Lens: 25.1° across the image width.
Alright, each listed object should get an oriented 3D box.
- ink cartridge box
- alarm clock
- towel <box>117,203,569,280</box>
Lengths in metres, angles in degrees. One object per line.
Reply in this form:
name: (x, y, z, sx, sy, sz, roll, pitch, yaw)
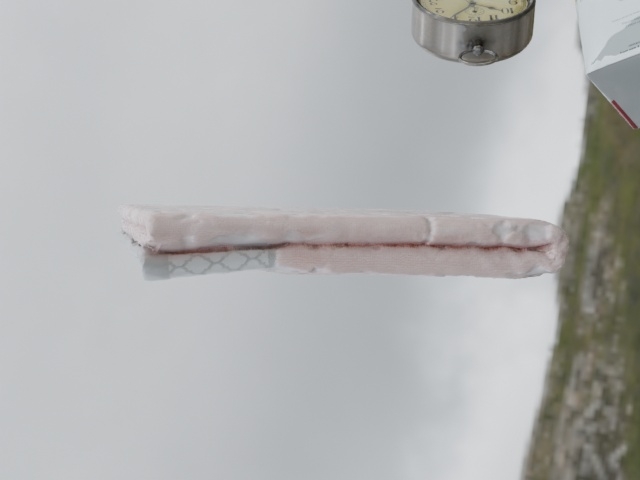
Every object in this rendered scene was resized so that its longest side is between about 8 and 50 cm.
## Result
ink cartridge box: (0.331, -0.228, 1.411, 0.128, 0.127, 0.176, 34, -134, -48)
alarm clock: (0.158, -0.222, 1.488, 0.192, 0.129, 0.064, -86, -3, -58)
towel: (0.000, 0.000, 1.162, 0.332, 0.316, 0.053, -162, 73, -79)
